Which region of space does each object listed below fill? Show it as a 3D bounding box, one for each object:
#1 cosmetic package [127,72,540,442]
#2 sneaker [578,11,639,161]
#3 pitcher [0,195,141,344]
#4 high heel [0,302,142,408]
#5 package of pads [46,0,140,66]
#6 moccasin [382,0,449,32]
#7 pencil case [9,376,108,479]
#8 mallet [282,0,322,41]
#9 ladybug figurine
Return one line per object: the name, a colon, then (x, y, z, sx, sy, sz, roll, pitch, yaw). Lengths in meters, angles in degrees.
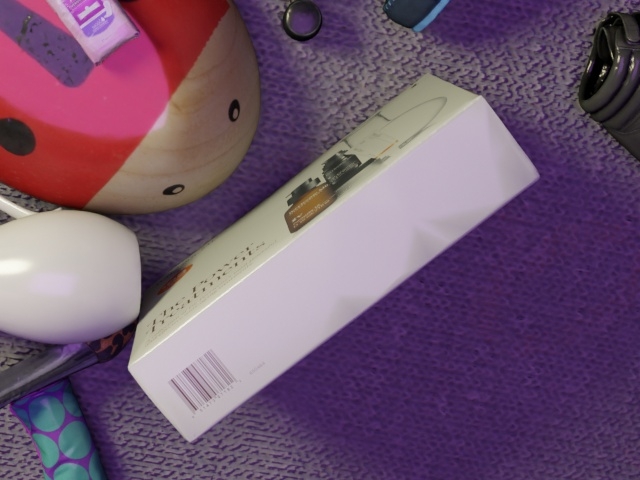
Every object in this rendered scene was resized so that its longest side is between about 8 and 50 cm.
cosmetic package: (0.000, 0.000, 1.274, 0.377, 0.284, 0.097, -38, 99, 3)
sneaker: (0.367, -0.215, 1.351, 0.146, 0.104, 0.296, 28, 102, -14)
pitcher: (-0.279, 0.013, 1.287, 0.207, 0.125, 0.178, -1, 59, -14)
high heel: (-0.306, 0.023, 1.379, 0.186, 0.093, 0.261, -27, 85, -26)
package of pads: (-0.199, -0.198, 1.185, 0.050, 0.032, 0.083, -36, 101, -1)
moccasin: (0.129, -0.356, 1.265, 0.116, 0.138, 0.342, 23, 122, -9)
pencil case: (-0.267, 0.216, 1.405, 0.070, 0.064, 0.152, -21, 101, -14)
mallet: (-0.041, -0.286, 1.348, 0.039, 0.062, 0.190, -19, 87, -2)
ladybug figurine: (-0.259, -0.195, 1.280, 0.449, 0.162, 0.305, 33, 97, -9)
